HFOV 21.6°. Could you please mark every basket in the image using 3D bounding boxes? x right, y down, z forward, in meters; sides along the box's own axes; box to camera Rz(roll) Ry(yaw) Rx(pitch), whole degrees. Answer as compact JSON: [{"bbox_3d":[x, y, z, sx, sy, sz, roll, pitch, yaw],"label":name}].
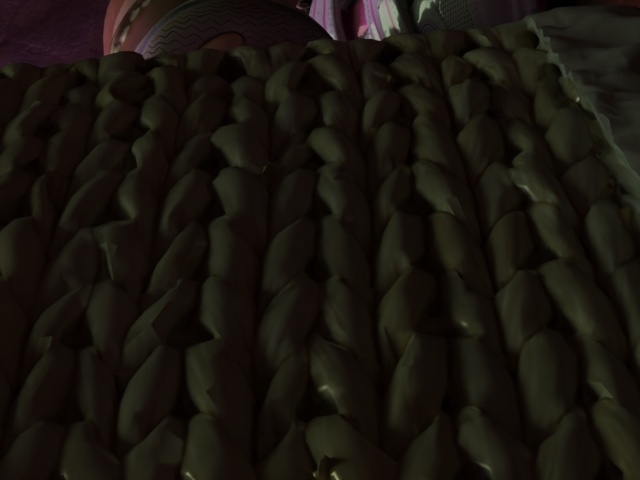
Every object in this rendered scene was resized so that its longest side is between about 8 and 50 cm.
[{"bbox_3d":[-0.014,0.128,0.481,0.331,0.266,0.328,-92,2,-66],"label":"basket"}]

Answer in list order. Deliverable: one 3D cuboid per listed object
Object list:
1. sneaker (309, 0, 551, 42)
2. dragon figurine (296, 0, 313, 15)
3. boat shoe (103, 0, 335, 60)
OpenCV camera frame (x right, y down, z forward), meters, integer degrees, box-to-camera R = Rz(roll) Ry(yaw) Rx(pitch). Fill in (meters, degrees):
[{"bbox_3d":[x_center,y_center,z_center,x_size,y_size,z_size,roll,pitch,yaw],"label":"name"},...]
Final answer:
[{"bbox_3d":[0.045,-0.091,0.791,0.252,0.111,0.103,94,175,-57],"label":"sneaker"},{"bbox_3d":[0.050,-0.091,0.960,0.085,0.144,0.289,96,-167,-81],"label":"dragon figurine"},{"bbox_3d":[0.000,0.000,0.777,0.116,0.123,0.324,47,167,50],"label":"boat shoe"}]
